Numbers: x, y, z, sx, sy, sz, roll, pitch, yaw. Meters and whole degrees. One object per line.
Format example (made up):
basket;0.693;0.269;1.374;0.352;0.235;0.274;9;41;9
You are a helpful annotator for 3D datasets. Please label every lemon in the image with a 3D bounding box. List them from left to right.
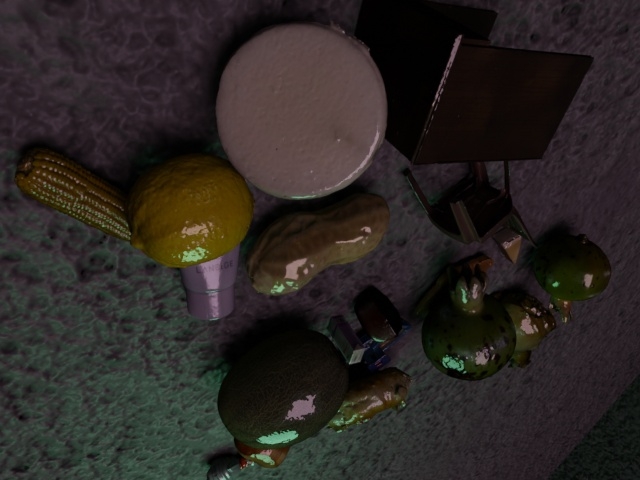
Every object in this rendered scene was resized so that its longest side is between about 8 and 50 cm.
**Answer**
lemon;-0.201;-0.047;0.842;0.193;0.181;0.181;-25;136;-2

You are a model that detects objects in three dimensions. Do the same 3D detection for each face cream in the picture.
face cream;-0.204;0.008;0.989;0.154;0.096;0.274;-9;118;-21

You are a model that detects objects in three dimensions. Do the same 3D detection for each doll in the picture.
doll;-0.248;0.632;1.504;0.180;0.079;0.094;-5;154;-45

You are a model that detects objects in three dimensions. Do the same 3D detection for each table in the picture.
table;0.225;-0.268;0.885;0.281;0.251;0.196;-5;128;-27

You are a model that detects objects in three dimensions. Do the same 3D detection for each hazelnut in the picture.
hazelnut;-0.142;0.509;1.415;0.150;0.150;0.150;-17;134;-18

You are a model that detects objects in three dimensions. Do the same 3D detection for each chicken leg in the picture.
chicken leg;0.626;0.298;1.710;0.201;0.153;0.429;-18;144;5

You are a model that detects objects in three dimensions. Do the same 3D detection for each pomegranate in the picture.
pomegranate;0.389;0.203;1.385;0.242;0.242;0.306;2;109;-32
pomegranate;0.701;0.106;1.508;0.198;0.246;0.198;-6;174;-1

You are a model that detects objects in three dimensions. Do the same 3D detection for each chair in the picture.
chair;0.343;-0.063;1.191;0.183;0.175;0.326;-41;131;-7

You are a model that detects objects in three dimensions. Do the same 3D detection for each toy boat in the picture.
toy boat;0.143;0.282;1.418;0.223;0.097;0.100;-36;139;2

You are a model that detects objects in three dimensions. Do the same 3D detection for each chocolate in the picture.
chocolate;0.142;0.200;1.341;0.080;0.125;0.148;-28;143;17

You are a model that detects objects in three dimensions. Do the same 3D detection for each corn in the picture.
corn;-0.354;-0.063;0.836;0.080;0.080;0.231;-43;140;9

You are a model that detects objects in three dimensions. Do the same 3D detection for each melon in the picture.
melon;-0.085;0.336;1.222;0.301;0.237;0.237;-33;137;2

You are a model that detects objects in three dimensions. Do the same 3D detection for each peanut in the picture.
peanut;0.000;0.000;1.063;0.313;0.149;0.149;-20;135;-15

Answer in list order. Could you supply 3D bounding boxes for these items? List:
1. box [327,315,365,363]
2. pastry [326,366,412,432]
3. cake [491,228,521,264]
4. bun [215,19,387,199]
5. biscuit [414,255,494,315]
box;0.062;0.239;1.316;0.036;0.117;0.051;-7;132;-30
pastry;0.118;0.429;1.462;0.235;0.121;0.257;-5;158;-47
cake;0.505;0.018;1.442;0.065;0.052;0.121;-39;136;1
bun;-0.024;-0.203;0.861;0.263;0.175;0.263;1;104;4
biscuit;0.354;0.121;1.451;0.250;0.035;0.162;-37;136;2
